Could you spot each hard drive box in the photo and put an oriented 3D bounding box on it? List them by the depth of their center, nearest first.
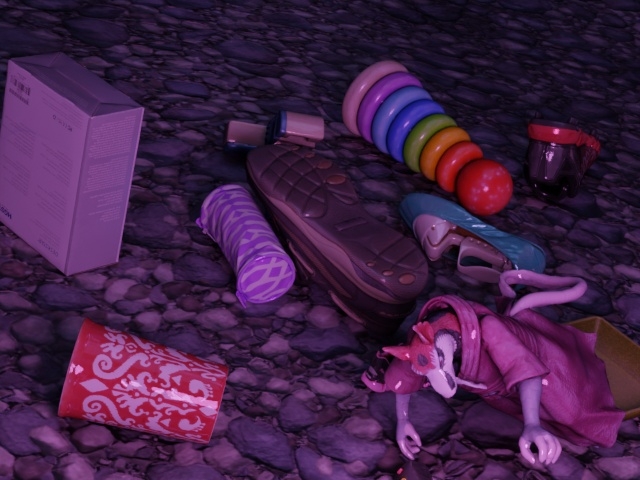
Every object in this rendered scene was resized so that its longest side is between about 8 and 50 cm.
[{"bbox_3d":[-0.334,-0.101,1.912,0.089,0.232,0.181,-16,41,-44],"label":"hard drive box"}]

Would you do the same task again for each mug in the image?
[{"bbox_3d":[-0.193,0.152,1.648,0.169,0.113,0.150,15,30,-4],"label":"mug"}]

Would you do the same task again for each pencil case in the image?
[{"bbox_3d":[-0.104,0.003,1.988,0.088,0.086,0.206,-29,36,-5],"label":"pencil case"}]

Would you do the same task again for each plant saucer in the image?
[{"bbox_3d":[0.357,0.179,1.911,0.188,0.045,0.188,-9,36,-37],"label":"plant saucer"}]

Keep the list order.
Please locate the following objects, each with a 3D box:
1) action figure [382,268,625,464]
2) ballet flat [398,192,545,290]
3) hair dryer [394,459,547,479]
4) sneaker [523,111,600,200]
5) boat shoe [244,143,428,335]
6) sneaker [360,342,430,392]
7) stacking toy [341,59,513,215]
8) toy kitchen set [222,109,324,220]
[{"bbox_3d":[0.210,0.125,1.675,0.248,0.276,0.370,1,-16,38],"label":"action figure"},{"bbox_3d":[0.204,0.003,2.130,0.247,0.083,0.087,25,44,23],"label":"ballet flat"},{"bbox_3d":[0.214,0.321,1.552,0.223,0.080,0.293,6,29,-16],"label":"hair dryer"},{"bbox_3d":[0.398,-0.131,2.445,0.097,0.135,0.276,11,2,21],"label":"sneaker"},{"bbox_3d":[0.000,0.000,1.990,0.132,0.130,0.355,-11,42,-34],"label":"boat shoe"},{"bbox_3d":[0.107,0.153,1.835,0.119,0.057,0.047,-8,33,-37],"label":"sneaker"},{"bbox_3d":[0.183,-0.155,2.359,0.141,0.141,0.330,-12,41,-39],"label":"stacking toy"},{"bbox_3d":[-0.080,-0.103,2.213,0.122,0.166,0.207,9,-8,-11],"label":"toy kitchen set"}]
